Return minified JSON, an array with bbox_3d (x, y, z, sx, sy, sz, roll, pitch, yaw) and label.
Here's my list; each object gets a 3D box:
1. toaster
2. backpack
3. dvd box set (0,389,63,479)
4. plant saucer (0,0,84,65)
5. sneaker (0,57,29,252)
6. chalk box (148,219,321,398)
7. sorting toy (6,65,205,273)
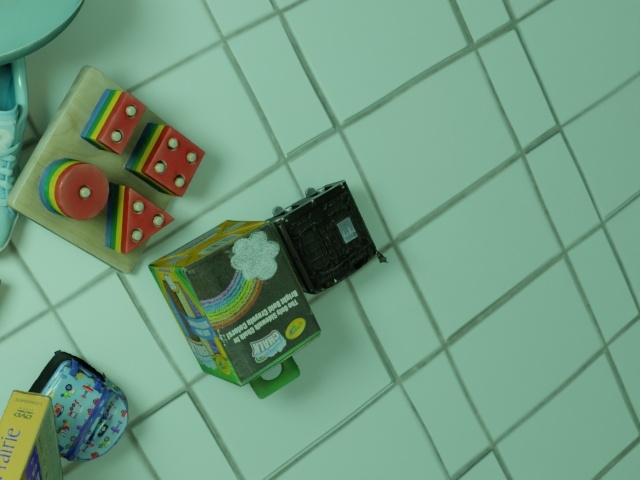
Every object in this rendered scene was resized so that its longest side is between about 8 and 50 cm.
[{"bbox_3d":[0.000,0.000,1.696,0.168,0.110,0.185,-32,105,-23],"label":"toaster"},{"bbox_3d":[-0.391,0.286,1.497,0.173,0.117,0.158,41,74,-25],"label":"backpack"},{"bbox_3d":[-0.456,0.464,1.274,0.062,0.307,0.420,11,50,-1],"label":"dvd box set"},{"bbox_3d":[-0.493,-0.348,1.359,0.318,0.318,0.043,-36,146,-22],"label":"plant saucer"},{"bbox_3d":[-0.514,-0.152,1.400,0.135,0.150,0.365,-2,92,-27],"label":"sneaker"},{"bbox_3d":[-0.135,0.129,1.593,0.180,0.179,0.288,-30,106,-25],"label":"chalk box"},{"bbox_3d":[-0.325,-0.103,1.486,0.257,0.089,0.255,38,73,-46],"label":"sorting toy"}]
